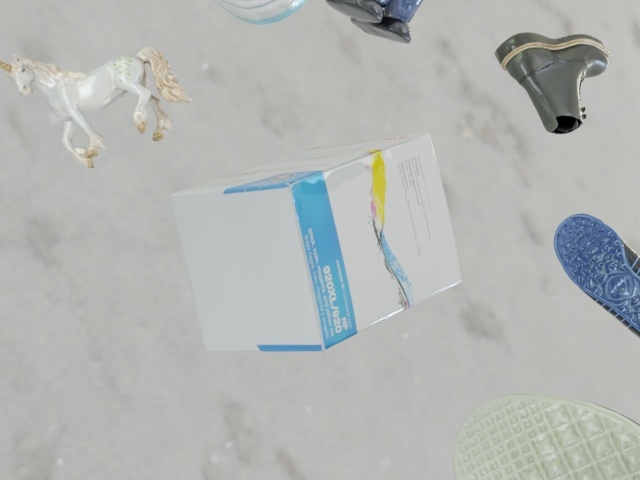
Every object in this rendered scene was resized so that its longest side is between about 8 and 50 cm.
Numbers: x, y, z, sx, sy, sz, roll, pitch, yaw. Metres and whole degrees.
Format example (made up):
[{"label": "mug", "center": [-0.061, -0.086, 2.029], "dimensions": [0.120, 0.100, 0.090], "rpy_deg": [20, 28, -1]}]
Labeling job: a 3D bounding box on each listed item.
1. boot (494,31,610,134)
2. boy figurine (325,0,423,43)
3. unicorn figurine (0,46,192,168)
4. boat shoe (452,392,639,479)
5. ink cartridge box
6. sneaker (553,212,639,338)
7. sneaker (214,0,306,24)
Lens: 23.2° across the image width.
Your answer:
[{"label": "boot", "center": [0.322, -0.192, 2.009], "dimensions": [0.198, 0.077, 0.137], "rpy_deg": [-6, 60, -39]}, {"label": "boy figurine", "center": [0.110, -0.372, 1.752], "dimensions": [0.177, 0.092, 0.285], "rpy_deg": [26, 88, -45]}, {"label": "unicorn figurine", "center": [-0.204, -0.125, 1.366], "dimensions": [0.162, 0.060, 0.111], "rpy_deg": [-19, 75, -19]}, {"label": "boat shoe", "center": [0.362, 0.306, 1.578], "dimensions": [0.187, 0.500, 0.156], "rpy_deg": [-63, 156, -13]}, {"label": "ink cartridge box", "center": [0.000, 0.000, 1.583], "dimensions": [0.232, 0.171, 0.168], "rpy_deg": [-22, 103, -46]}, {"label": "sneaker", "center": [0.366, 0.062, 1.849], "dimensions": [0.232, 0.081, 0.090], "rpy_deg": [51, 6, 38]}, {"label": "sneaker", "center": [-0.148, -0.356, 1.544], "dimensions": [0.319, 0.127, 0.208], "rpy_deg": [30, -16, 35]}]
